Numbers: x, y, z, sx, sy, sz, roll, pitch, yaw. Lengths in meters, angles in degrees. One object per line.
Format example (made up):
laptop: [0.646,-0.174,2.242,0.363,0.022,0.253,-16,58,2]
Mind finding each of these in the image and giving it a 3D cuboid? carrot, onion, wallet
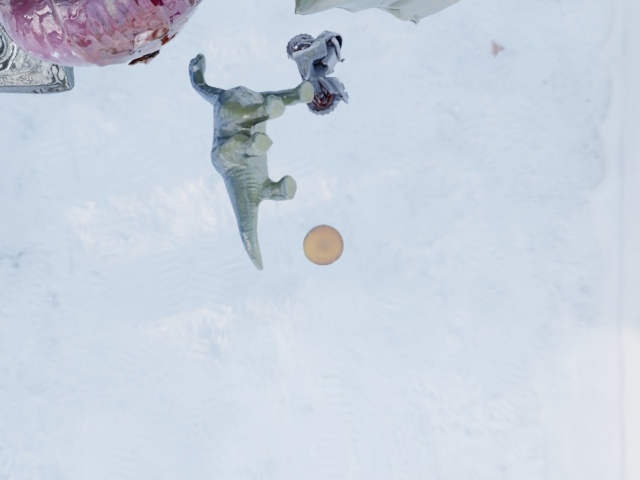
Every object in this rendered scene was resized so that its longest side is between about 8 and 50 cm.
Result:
carrot: [0.000,0.000,1.058,0.061,0.209,0.061,0,94,-2]
onion: [-0.208,-0.248,0.670,0.230,0.163,0.230,-3,50,3]
wallet: [-0.467,-0.294,0.938,0.245,0.052,0.168,5,111,16]

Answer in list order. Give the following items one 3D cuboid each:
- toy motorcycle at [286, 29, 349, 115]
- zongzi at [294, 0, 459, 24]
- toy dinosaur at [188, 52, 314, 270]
toy motorcycle: [0.008,-0.352,1.358,0.122,0.080,0.215,-23,63,7]
zongzi: [0.007,-0.380,0.613,0.174,0.393,0.356,-22,98,35]
toy dinosaur: [-0.101,-0.094,0.703,0.075,0.188,0.247,11,83,-46]
